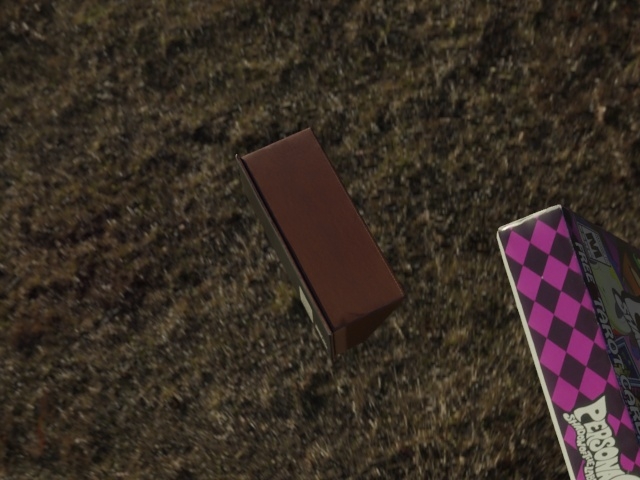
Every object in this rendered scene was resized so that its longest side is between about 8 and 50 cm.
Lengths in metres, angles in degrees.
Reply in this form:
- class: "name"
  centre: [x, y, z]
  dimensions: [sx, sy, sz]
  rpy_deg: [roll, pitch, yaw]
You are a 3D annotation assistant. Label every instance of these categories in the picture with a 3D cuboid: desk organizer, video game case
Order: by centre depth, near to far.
- class: "video game case"
  centre: [0.180, 0.111, 0.525]
  dimensions: [0.042, 0.210, 0.232]
  rpy_deg: [-25, 66, 28]
- class: "desk organizer"
  centre: [0.000, 0.000, 0.614]
  dimensions: [0.050, 0.047, 0.130]
  rpy_deg: [-25, 66, -9]
